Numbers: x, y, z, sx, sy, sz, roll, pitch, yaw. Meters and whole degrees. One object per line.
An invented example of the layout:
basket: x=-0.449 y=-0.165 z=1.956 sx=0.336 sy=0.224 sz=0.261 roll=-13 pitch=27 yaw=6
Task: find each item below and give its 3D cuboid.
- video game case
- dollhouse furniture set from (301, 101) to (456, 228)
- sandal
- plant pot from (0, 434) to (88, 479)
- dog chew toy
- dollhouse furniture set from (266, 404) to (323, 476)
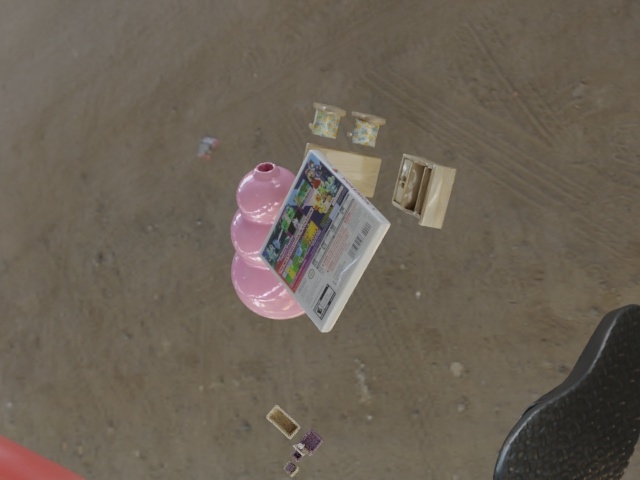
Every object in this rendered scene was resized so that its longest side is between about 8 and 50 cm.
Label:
video game case: x=0.000 y=0.000 z=1.407 sx=0.183 sy=0.023 sz=0.201 roll=48 pitch=124 yaw=34
dollhouse furniture set: x=0.089 y=-0.109 z=1.683 sx=0.161 sy=0.242 sz=0.212 roll=-136 pitch=57 yaw=-70
sandal: x=0.387 y=0.267 z=1.422 sx=0.167 sy=0.446 sz=0.107 roll=52 pitch=143 yaw=-1
plant pot: x=-0.476 y=0.377 z=1.302 sx=0.243 sy=0.275 sz=0.275 roll=33 pitch=113 yaw=13
dog chew toy: x=-0.089 y=-0.005 z=1.937 sx=0.206 sy=0.206 sz=0.332 roll=36 pitch=142 yaw=45
dollhouse furniture set: x=-0.071 y=0.376 z=1.813 sx=0.114 sy=0.081 sz=0.091 roll=41 pitch=91 yaw=14
